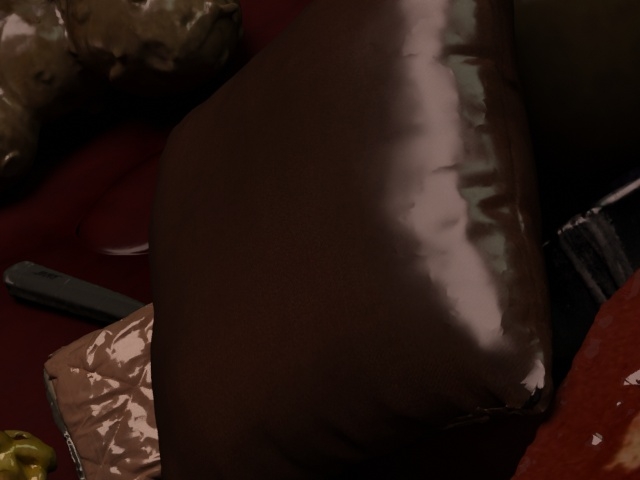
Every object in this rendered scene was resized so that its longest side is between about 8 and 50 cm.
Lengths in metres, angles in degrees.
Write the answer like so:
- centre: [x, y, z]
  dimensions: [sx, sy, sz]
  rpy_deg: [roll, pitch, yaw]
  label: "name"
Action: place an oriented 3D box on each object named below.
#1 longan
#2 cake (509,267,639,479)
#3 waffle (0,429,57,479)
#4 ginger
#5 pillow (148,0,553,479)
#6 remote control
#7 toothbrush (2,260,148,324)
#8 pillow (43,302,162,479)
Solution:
- centre: [0.144, -0.129, 0.999]
  dimensions: [0.248, 0.248, 0.248]
  rpy_deg: [-19, 33, 13]
  label: "longan"
- centre: [0.186, 0.114, 0.693]
  dimensions: [0.177, 0.151, 0.283]
  rpy_deg: [1, 46, 32]
  label: "cake"
- centre: [-0.260, 0.213, 0.823]
  dimensions: [0.283, 0.065, 0.309]
  rpy_deg: [24, 66, 30]
  label: "waffle"
- centre: [-0.219, -0.165, 1.407]
  dimensions: [0.304, 0.155, 0.245]
  rpy_deg: [-32, 38, 7]
  label: "ginger"
- centre: [0.000, 0.000, 0.870]
  dimensions: [0.308, 0.108, 0.305]
  rpy_deg: [-35, 48, 44]
  label: "pillow"
- centre: [0.221, -0.017, 0.921]
  dimensions: [0.265, 0.090, 0.066]
  rpy_deg: [-29, 3, -3]
  label: "remote control"
- centre: [-0.142, 0.049, 1.137]
  dimensions: [0.297, 0.031, 0.030]
  rpy_deg: [12, 54, 46]
  label: "toothbrush"
- centre: [-0.058, 0.074, 0.996]
  dimensions: [0.232, 0.043, 0.126]
  rpy_deg: [-26, 63, -1]
  label: "pillow"
